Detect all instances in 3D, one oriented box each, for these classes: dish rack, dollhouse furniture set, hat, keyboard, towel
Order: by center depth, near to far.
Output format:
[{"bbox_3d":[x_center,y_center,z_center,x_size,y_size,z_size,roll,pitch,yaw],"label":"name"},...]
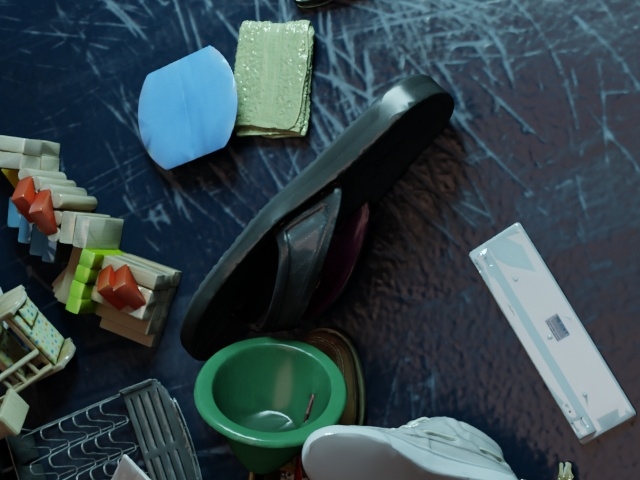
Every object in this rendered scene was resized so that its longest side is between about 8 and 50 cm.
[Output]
[{"bbox_3d":[0.263,0.105,1.426,0.072,0.014,0.256,-33,77,14],"label":"keyboard"},{"bbox_3d":[-0.062,0.244,1.438,0.173,0.208,0.183,9,126,6],"label":"hat"},{"bbox_3d":[-0.060,-0.202,1.558,0.110,0.027,0.148,5,92,24],"label":"towel"},{"bbox_3d":[-0.418,0.133,1.587,0.101,0.161,0.182,-27,119,20],"label":"dollhouse furniture set"},{"bbox_3d":[-0.288,0.305,1.618,0.272,0.074,0.208,-24,81,20],"label":"dish rack"}]

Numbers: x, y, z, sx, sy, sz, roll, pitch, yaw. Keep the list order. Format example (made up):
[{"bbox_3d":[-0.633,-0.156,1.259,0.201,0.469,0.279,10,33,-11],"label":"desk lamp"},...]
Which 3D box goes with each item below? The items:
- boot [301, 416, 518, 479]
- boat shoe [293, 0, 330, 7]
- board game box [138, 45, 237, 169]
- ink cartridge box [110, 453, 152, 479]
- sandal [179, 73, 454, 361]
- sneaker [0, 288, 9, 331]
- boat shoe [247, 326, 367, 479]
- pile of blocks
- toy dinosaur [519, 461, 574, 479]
[{"bbox_3d":[0.096,0.243,1.381,0.258,0.123,0.095,20,109,-14],"label":"boot"},{"bbox_3d":[0.018,-0.325,1.521,0.133,0.042,0.049,-21,83,22],"label":"boat shoe"},{"bbox_3d":[-0.161,-0.166,1.594,0.169,0.033,0.133,-19,77,34],"label":"board game box"},{"bbox_3d":[-0.170,0.414,1.500,0.261,0.066,0.296,43,131,15],"label":"ink cartridge box"},{"bbox_3d":[0.000,-0.001,1.452,0.446,0.167,0.107,-47,69,14],"label":"sandal"},{"bbox_3d":[-0.506,0.169,1.687,0.107,0.118,0.279,16,95,22],"label":"sneaker"},{"bbox_3d":[-0.023,0.257,1.490,0.111,0.104,0.307,11,93,23],"label":"boat shoe"},{"bbox_3d":[-0.342,-0.001,1.626,0.362,0.113,0.149,45,105,18],"label":"pile of blocks"},{"bbox_3d":[0.239,0.338,1.408,0.093,0.053,0.183,10,93,21],"label":"toy dinosaur"}]
